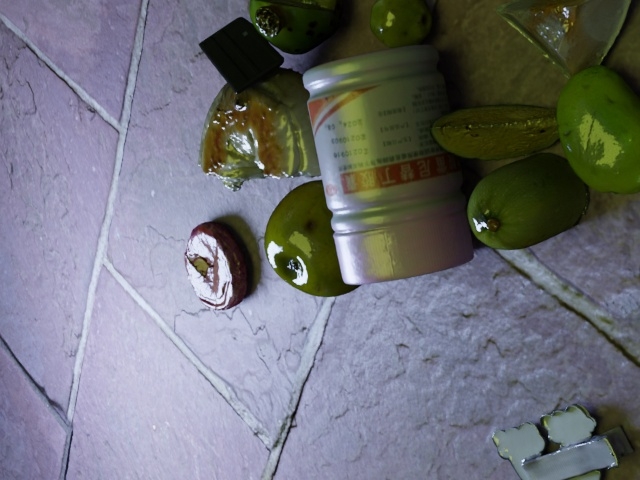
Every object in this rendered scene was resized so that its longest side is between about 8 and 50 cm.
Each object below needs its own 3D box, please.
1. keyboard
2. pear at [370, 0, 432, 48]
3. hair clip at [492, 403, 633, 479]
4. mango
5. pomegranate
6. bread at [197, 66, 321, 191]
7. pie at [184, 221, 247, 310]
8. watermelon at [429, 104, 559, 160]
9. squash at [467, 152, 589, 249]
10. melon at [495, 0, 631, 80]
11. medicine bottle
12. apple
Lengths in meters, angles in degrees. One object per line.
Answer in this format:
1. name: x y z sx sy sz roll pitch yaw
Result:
1. keyboard: -0.154 -0.336 1.671 0.041 0.103 0.381 57 179 -39
2. pear: 0.112 -0.321 1.438 0.097 0.092 0.092 0 102 47
3. hair clip: 0.344 0.312 1.403 0.220 0.054 0.140 -37 79 49
4. mango: 0.355 -0.131 1.223 0.117 0.089 0.163 -45 68 31
5. pomegranate: -0.042 -0.349 1.545 0.143 0.169 0.122 14 141 16
6. bread: -0.079 -0.186 1.621 0.314 0.171 0.192 -5 93 50
7. pie: -0.204 0.050 1.918 0.182 0.049 0.182 24 121 46
8. watermelon: 0.244 -0.139 1.338 0.181 0.092 0.075 -3 110 13
9. squash: 0.260 -0.042 1.292 0.123 0.186 0.123 16 115 37
10. melon: 0.304 -0.262 1.247 0.202 0.093 0.139 6 116 53
11. medicine bottle: 0.100 -0.108 1.428 0.202 0.202 0.316 -7 97 48
12. apple: 0.000 0.000 1.593 0.196 0.157 0.196 30 143 26
